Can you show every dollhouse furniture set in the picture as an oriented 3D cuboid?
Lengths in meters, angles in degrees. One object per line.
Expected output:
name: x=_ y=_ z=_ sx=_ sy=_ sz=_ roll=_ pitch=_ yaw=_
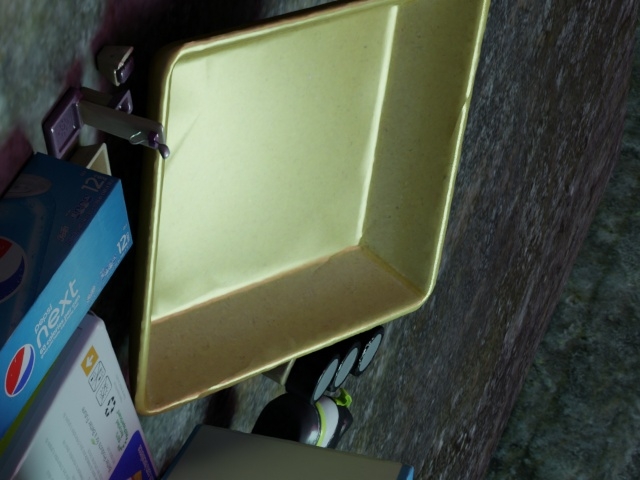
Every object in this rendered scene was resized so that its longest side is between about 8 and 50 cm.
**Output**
dollhouse furniture set: x=-0.129 y=-0.061 z=1.221 sx=0.114 sy=0.081 sz=0.091 roll=88 pitch=26 yaw=-51

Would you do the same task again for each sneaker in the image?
sneaker: x=-0.036 y=0.239 z=1.722 sx=0.097 sy=0.084 sz=0.235 roll=-3 pitch=136 yaw=-46

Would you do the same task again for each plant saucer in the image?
plant saucer: x=-0.027 y=-0.055 z=1.406 sx=0.333 sy=0.081 sz=0.333 roll=-19 pitch=131 yaw=-37

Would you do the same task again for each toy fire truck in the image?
toy fire truck: x=0.000 y=0.000 z=1.652 sx=0.246 sy=0.158 sz=0.217 roll=-65 pitch=166 yaw=14

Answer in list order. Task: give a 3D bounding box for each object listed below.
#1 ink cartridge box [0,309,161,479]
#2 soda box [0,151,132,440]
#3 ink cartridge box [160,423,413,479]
ink cartridge box: x=-0.225 y=0.244 z=1.273 sx=0.307 sy=0.072 sz=0.303 roll=-60 pitch=162 yaw=-27
soda box: x=-0.202 y=0.044 z=1.121 sx=0.071 sy=0.067 sz=0.210 roll=87 pitch=26 yaw=-50
ink cartridge box: x=-0.047 y=0.329 z=1.444 sx=0.198 sy=0.197 sz=0.270 roll=-57 pitch=154 yaw=-64
